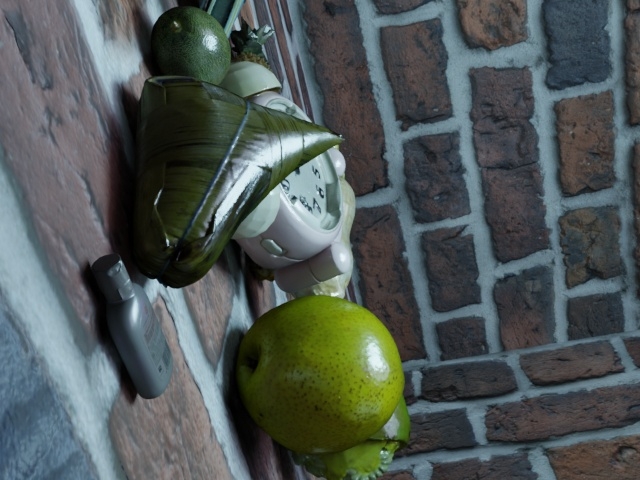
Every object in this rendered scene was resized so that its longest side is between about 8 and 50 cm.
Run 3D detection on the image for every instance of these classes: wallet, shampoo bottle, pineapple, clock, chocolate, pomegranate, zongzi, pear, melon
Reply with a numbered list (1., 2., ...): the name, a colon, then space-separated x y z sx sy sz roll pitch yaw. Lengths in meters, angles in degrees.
1. wallet: -0.177 -0.448 1.454 0.250 0.075 0.176 -89 -157 -61
2. shampoo bottle: -0.201 0.089 0.830 0.080 0.040 0.165 -88 165 -56
3. pineapple: -0.149 -0.375 1.654 0.130 0.119 0.277 52 20 -33
4. clock: -0.088 -0.110 1.337 0.326 0.184 0.342 48 27 -47
5. chocolate: 0.000 0.000 1.511 0.134 0.134 0.309 69 21 -58
6. pomegranate: 0.038 0.374 1.581 0.340 0.260 0.260 141 -56 -64
7. zongzi: -0.090 -0.069 1.002 0.138 0.300 0.286 -47 -139 51
8. pear: -0.004 0.222 1.303 0.294 0.294 0.294 -10 90 -83
9. melon: -0.193 -0.285 1.152 0.167 0.114 0.114 57 23 -74

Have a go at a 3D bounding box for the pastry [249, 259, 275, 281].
1. pastry: -0.098 -0.038 1.588 0.154 0.102 0.250 23 59 -68

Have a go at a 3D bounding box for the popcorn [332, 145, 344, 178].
1. popcorn: -0.051 -0.159 1.780 0.259 0.212 0.259 -5 90 -88
